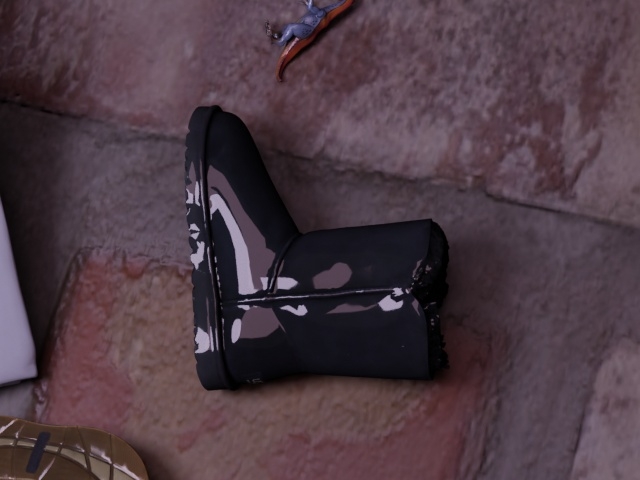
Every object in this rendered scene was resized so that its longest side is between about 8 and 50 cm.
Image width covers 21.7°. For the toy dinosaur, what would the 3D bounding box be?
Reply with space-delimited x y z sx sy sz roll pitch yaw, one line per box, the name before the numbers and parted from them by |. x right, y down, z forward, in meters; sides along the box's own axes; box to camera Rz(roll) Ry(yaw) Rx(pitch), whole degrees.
toy dinosaur | -0.007 -0.192 1.478 0.082 0.047 0.090 -10 102 -5

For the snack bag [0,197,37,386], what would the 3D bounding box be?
snack bag | -0.414 -0.016 1.328 0.323 0.037 0.342 -12 99 -17

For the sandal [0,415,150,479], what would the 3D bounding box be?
sandal | -0.209 0.186 1.354 0.180 0.049 0.072 10 65 27

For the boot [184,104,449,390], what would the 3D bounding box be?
boot | 0.000 0.000 1.361 0.207 0.094 0.246 -6 76 10
